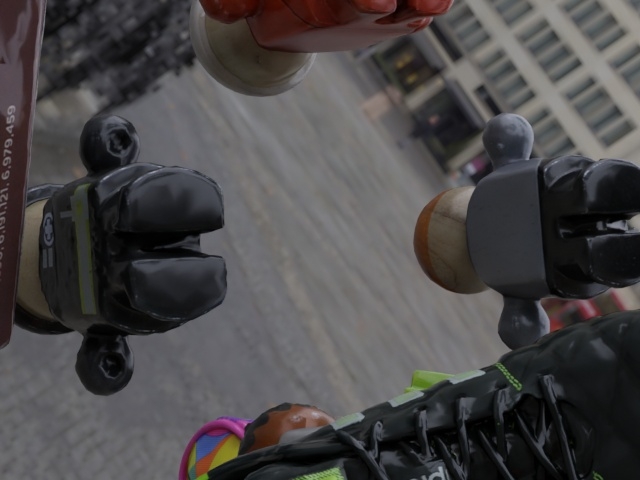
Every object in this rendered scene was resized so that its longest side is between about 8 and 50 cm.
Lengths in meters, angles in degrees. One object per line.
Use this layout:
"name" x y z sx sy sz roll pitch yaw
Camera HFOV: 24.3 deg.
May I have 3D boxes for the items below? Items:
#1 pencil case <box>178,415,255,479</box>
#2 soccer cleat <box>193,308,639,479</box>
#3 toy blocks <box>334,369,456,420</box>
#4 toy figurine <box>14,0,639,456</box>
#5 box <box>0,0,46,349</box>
"pencil case" 0.029 0.159 0.886 0.236 0.104 0.104 11 36 -36
"soccer cleat" 0.029 0.062 0.362 0.072 0.179 0.060 3 68 -52
"toy blocks" 0.027 0.227 0.677 0.261 0.191 0.381 43 56 -66
"toy figurine" 0.000 0.000 0.587 0.209 0.213 0.148 44 -23 -20
"box" -0.213 -0.043 0.445 0.168 0.167 0.203 24 25 29
